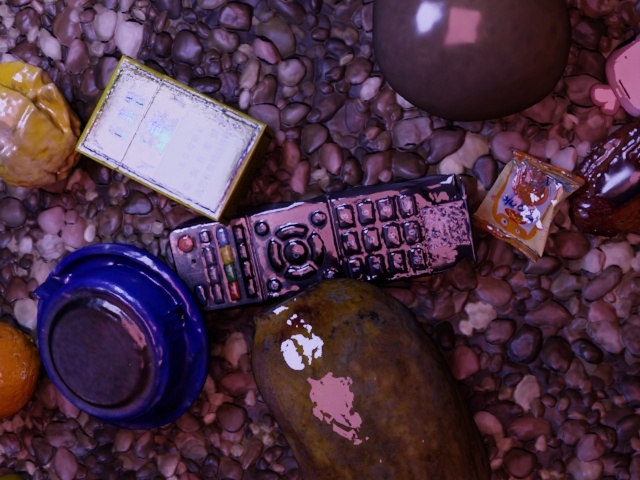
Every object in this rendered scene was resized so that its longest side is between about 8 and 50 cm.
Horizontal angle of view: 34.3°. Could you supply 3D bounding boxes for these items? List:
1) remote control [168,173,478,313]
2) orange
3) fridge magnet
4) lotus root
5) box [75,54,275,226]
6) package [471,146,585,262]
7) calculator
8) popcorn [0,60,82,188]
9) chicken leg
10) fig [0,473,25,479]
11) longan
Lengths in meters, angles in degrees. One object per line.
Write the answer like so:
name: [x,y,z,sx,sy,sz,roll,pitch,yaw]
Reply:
remote control: [0.000,0.000,1.357,0.398,0.062,0.145,-9,98,12]
orange: [-0.444,0.178,1.423,0.117,0.135,0.136,-5,100,-25]
fridge magnet: [-0.271,0.133,1.385,0.265,0.112,0.265,7,109,21]
lotus root: [0.051,0.208,1.291,0.250,0.250,0.346,-29,99,12]
box: [-0.188,-0.129,1.339,0.220,0.064,0.141,26,89,9]
package: [0.259,-0.049,1.310,0.108,0.031,0.121,35,106,28]
calculator: [0.414,-0.209,1.280,0.166,0.024,0.103,-30,94,13]
popcorn: [-0.389,-0.150,1.352,0.148,0.152,0.167,-9,111,10]
chicken leg: [0.456,-0.092,1.260,0.322,0.083,0.177,-36,109,20]
fig: [-0.454,0.376,1.474,0.074,0.088,0.074,9,114,20]
longan: [0.178,-0.252,1.221,0.246,0.215,0.246,1,88,-31]
